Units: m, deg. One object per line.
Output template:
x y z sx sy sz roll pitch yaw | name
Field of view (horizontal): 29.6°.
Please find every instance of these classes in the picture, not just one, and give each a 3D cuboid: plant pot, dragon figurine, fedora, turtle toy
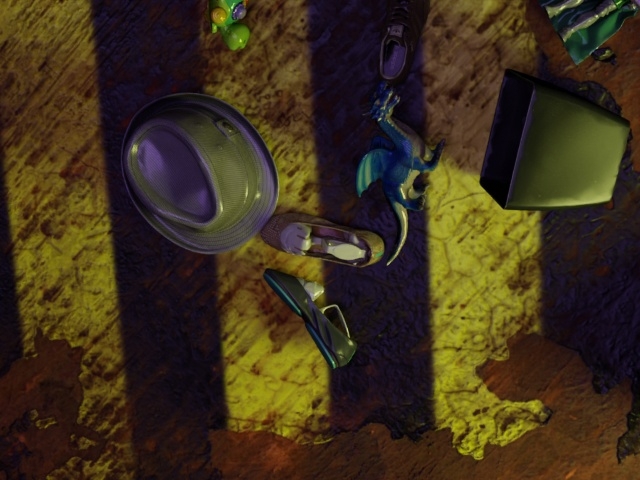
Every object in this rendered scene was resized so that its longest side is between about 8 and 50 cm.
0.355 -0.143 1.819 0.167 0.187 0.188 9 104 -7 | plant pot
0.104 -0.111 1.894 0.144 0.085 0.289 19 124 4 | dragon figurine
-0.208 -0.102 1.920 0.244 0.124 0.275 -35 91 16 | fedora
-0.145 -0.361 1.888 0.066 0.095 0.130 -5 103 -12 | turtle toy

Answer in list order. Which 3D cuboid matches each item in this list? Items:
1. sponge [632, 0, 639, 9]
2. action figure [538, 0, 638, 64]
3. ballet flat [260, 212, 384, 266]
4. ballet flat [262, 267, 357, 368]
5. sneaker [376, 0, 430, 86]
0.559 -0.318 1.752 0.117 0.031 0.210 -42 87 6 | sponge
0.449 -0.381 1.809 0.232 0.063 0.137 -30 93 10 | action figure
0.000 0.000 1.951 0.206 0.067 0.073 7 104 7 | ballet flat
-0.010 0.114 1.984 0.074 0.074 0.203 -38 89 14 | ballet flat
0.128 -0.328 1.858 0.066 0.071 0.188 9 104 6 | sneaker
